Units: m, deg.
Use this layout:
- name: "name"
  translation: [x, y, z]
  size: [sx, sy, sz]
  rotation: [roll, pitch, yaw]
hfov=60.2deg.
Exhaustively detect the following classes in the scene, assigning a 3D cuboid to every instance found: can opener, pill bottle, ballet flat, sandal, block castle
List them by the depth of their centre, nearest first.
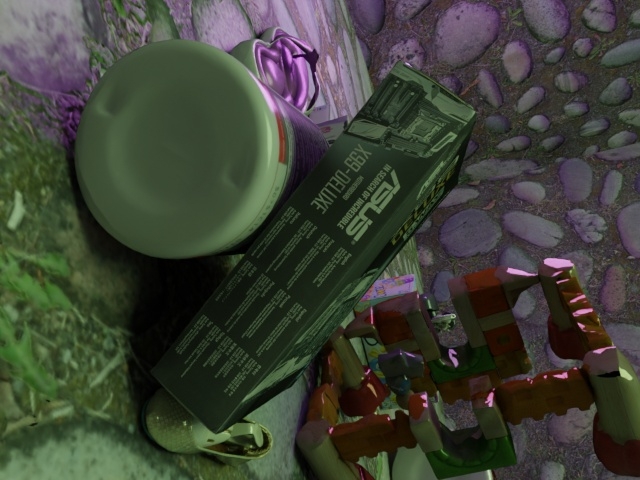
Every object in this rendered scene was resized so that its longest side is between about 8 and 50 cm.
- name: "ballet flat"
  translation: [-0.090, 0.163, 0.490]
  size: [0.168, 0.052, 0.057]
  rotation: [54, 29, -57]
- name: "pill bottle"
  translation: [-0.076, -0.066, 0.527]
  size: [0.283, 0.161, 0.161]
  rotation: [1, 77, -76]
- name: "block castle"
  translation: [0.210, 0.229, 0.813]
  size: [0.303, 0.454, 0.212]
  rotation: [-79, 145, -61]
- name: "sandal"
  translation: [-0.047, -0.289, 0.964]
  size: [0.416, 0.102, 0.169]
  rotation: [-74, 148, -63]
- name: "can opener"
  translation: [0.284, 0.179, 1.315]
  size: [0.280, 0.074, 0.093]
  rotation: [40, 38, -70]
- name: "pill bottle"
  translation: [0.323, 0.607, 1.371]
  size: [0.392, 0.224, 0.224]
  rotation: [54, 27, -57]

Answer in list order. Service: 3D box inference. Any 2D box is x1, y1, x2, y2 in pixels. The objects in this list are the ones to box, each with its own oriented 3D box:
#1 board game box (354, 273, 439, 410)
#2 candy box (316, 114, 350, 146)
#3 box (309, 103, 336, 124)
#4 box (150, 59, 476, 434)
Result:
- name: "board game box"
  translation: [0.186, 0.241, 1.327]
  size: [0.144, 0.142, 0.275]
  rotation: [-53, 129, -72]
- name: "candy box"
  translation: [-0.011, -0.052, 0.761]
  size: [0.070, 0.165, 0.196]
  rotation: [-86, 159, -54]
- name: "box"
  translation: [0.032, -0.117, 1.217]
  size: [0.322, 0.059, 0.232]
  rotation: [-87, 159, -44]
- name: "box"
  translation: [0.012, 0.015, 0.519]
  size: [0.076, 0.307, 0.242]
  rotation: [39, 1, 12]
